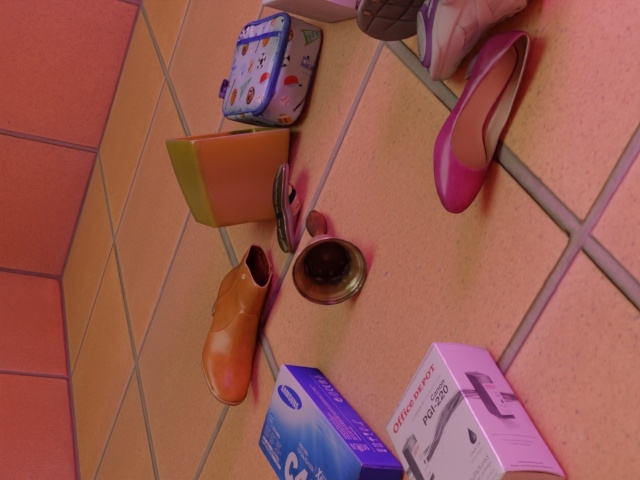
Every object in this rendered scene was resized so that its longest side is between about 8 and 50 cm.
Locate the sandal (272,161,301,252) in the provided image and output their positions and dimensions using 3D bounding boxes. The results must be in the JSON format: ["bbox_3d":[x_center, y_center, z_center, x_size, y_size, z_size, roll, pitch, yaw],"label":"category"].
[{"bbox_3d":[-0.062,-0.066,1.753,0.072,0.049,0.180,171,93,-69],"label":"sandal"}]

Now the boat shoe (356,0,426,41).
[{"bbox_3d":[0.180,-0.454,1.326,0.355,0.132,0.130,-47,26,33],"label":"boat shoe"}]

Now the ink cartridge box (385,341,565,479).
[{"bbox_3d":[0.179,0.254,1.077,0.158,0.092,0.218,-65,27,27],"label":"ink cartridge box"}]

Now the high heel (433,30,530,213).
[{"bbox_3d":[0.218,-0.156,1.162,0.244,0.082,0.117,-70,13,-10],"label":"high heel"}]

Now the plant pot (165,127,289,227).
[{"bbox_3d":[-0.188,-0.133,1.862,0.212,0.212,0.187,-164,66,-64],"label":"plant pot"}]

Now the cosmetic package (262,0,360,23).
[{"bbox_3d":[0.002,-0.506,1.655,0.184,0.151,0.151,14,95,64],"label":"cosmetic package"}]

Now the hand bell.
[{"bbox_3d":[0.000,0.000,1.556,0.242,0.126,0.126,-106,34,-63],"label":"hand bell"}]

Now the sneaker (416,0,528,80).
[{"bbox_3d":[0.215,-0.311,1.200,0.305,0.152,0.114,101,166,-68],"label":"sneaker"}]

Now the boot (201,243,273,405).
[{"bbox_3d":[-0.163,0.165,1.803,0.295,0.104,0.211,-98,30,-42],"label":"boot"}]

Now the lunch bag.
[{"bbox_3d":[-0.114,-0.369,1.895,0.303,0.115,0.243,17,94,63],"label":"lunch bag"}]

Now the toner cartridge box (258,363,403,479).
[{"bbox_3d":[0.005,0.347,1.420,0.348,0.075,0.165,38,113,62],"label":"toner cartridge box"}]
